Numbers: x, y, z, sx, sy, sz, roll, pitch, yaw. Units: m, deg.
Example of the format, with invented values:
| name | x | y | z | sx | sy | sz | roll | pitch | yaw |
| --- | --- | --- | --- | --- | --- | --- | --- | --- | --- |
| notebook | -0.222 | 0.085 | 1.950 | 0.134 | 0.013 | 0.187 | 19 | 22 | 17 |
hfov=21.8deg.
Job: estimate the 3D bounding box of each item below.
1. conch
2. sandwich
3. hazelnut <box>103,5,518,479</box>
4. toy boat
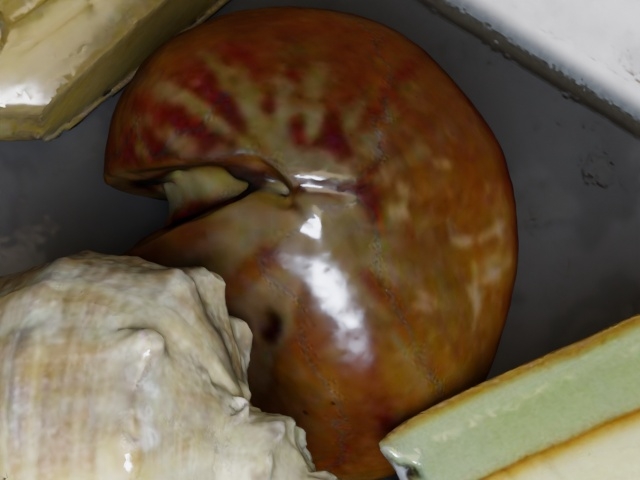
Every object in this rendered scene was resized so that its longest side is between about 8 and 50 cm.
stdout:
| name | x | y | z | sx | sy | sz | roll | pitch | yaw |
| --- | --- | --- | --- | --- | --- | --- | --- | --- | --- |
| conch | -0.134 | 0.164 | 0.734 | 0.210 | 0.352 | 0.297 | 26 | 61 | -43 |
| sandwich | 0.128 | 0.170 | 0.826 | 0.198 | 0.227 | 0.155 | -24 | 56 | -13 |
| hazelnut | 0.000 | 0.000 | 0.852 | 0.217 | 0.217 | 0.252 | -14 | 87 | -22 |
| toy boat | -0.111 | -0.173 | 0.934 | 0.121 | 0.089 | 0.321 | 44 | 67 | 5 |
